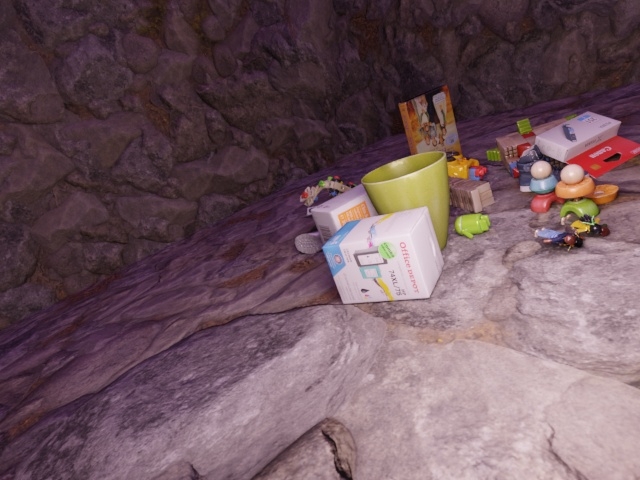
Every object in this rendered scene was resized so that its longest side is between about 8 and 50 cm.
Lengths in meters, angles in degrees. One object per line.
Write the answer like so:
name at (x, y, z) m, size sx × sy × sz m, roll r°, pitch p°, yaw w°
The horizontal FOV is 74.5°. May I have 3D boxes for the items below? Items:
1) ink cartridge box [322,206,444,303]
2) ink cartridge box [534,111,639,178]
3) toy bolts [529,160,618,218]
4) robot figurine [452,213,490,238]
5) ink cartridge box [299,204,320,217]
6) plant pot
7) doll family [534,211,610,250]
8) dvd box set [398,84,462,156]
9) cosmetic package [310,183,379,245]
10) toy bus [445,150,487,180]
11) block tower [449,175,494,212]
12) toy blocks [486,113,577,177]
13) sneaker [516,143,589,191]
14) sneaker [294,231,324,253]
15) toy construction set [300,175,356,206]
ink cartridge box at (0.188, 0.046, 1.227) m, size 0.270 × 0.198 × 0.197 m, roll -10°, pitch 20°, yaw 33°
ink cartridge box at (1.009, -0.366, 1.565) m, size 0.296 × 0.066 × 0.261 m, roll -26°, pitch 43°, yaw -17°
toy bolts at (0.769, -0.181, 1.303) m, size 0.218 × 0.158 × 0.228 m, roll -27°, pitch 18°, yaw -17°
robot figurine at (0.496, -0.053, 1.387) m, size 0.115 × 0.067 × 0.101 m, roll -7°, pitch 34°, yaw 39°
ink cartridge box at (0.032, -0.146, 2.105) m, size 0.208 × 0.045 × 0.206 m, roll -11°, pitch -6°, yaw 32°
plant pot at (0.309, -0.104, 1.374) m, size 0.275 × 0.293 × 0.275 m, roll -20°, pitch 17°, yaw 6°
doll family at (0.665, -0.021, 1.101) m, size 0.193 × 0.076 × 0.111 m, roll -28°, pitch 22°, yaw -7°
dvd box set at (0.596, -0.574, 2.244) m, size 0.308 × 0.420 × 0.062 m, roll -27°, pitch 21°, yaw -22°
cosmetic package at (0.216, -0.104, 1.597) m, size 0.453 × 0.230 × 0.161 m, roll -29°, pitch 20°, yaw -23°
toy bus at (0.648, -0.316, 1.905) m, size 0.211 × 0.149 × 0.220 m, roll 8°, pitch 28°, yaw 33°
block tower at (0.562, -0.194, 1.697) m, size 0.097 × 0.091 × 0.335 m, roll -23°, pitch 18°, yaw -6°
toy blocks at (0.928, -0.389, 1.775) m, size 0.381 × 0.190 × 0.261 m, roll -15°, pitch 30°, yaw 15°
sneaker at (0.821, -0.267, 1.502) m, size 0.226 × 0.163 × 0.086 m, roll -5°, pitch 22°, yaw 38°
sneaker at (0.000, 0.000, 1.802) m, size 0.235 × 0.090 × 0.095 m, roll -7°, pitch 9°, yaw 28°
toy construction set at (0.060, -0.246, 2.156) m, size 0.328 × 0.151 × 0.215 m, roll -3°, pitch 5°, yaw -40°
